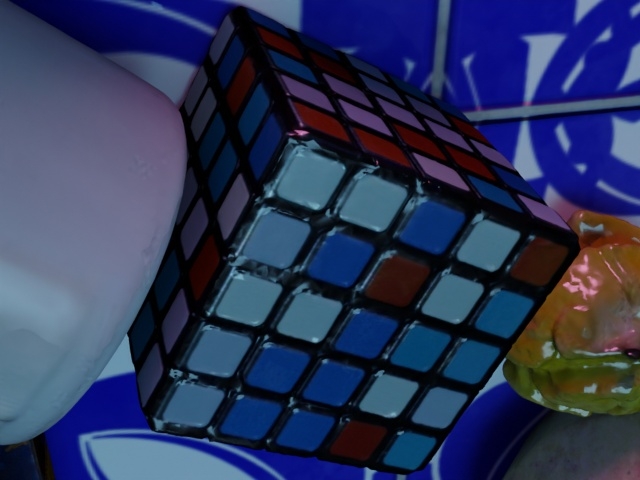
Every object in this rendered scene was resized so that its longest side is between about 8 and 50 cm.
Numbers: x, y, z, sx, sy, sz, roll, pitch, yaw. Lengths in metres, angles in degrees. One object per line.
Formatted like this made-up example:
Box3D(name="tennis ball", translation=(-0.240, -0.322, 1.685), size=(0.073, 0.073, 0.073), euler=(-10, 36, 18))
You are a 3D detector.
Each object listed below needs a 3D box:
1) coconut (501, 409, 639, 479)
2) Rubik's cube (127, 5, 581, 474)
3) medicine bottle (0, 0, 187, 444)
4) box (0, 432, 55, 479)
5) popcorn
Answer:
Box3D(name="coconut", translation=(0.263, 0.242, 0.752), size=(0.259, 0.259, 0.259), euler=(-8, 124, -12))
Box3D(name="Rubik's cube", translation=(0.000, 0.000, 0.542), size=(0.184, 0.187, 0.182), euler=(17, 115, -28))
Box3D(name="medicine bottle", translation=(-0.265, -0.060, 0.407), size=(0.372, 0.211, 0.211), euler=(28, 111, -29))
Box3D(name="box", translation=(-0.270, 0.148, 0.631), size=(0.152, 0.070, 0.237), euler=(-7, 126, -12))
Box3D(name="popcorn", translation=(0.200, 0.057, 0.671), size=(0.167, 0.152, 0.148), euler=(25, 84, -5))
